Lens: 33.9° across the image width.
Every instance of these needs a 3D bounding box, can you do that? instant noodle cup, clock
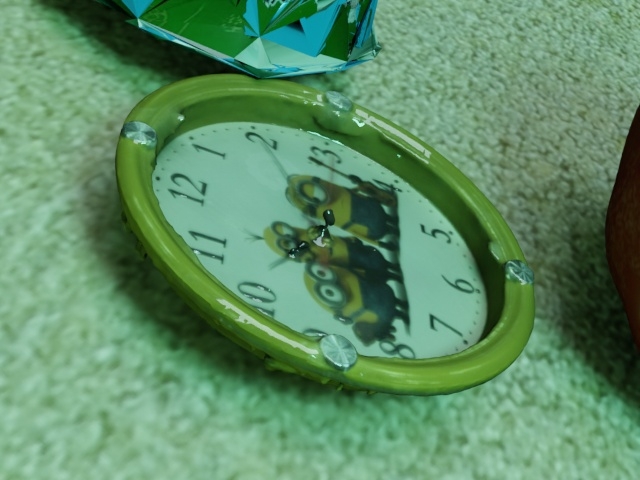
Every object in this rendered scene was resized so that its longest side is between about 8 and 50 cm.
[{"bbox_3d":[-0.044,-0.233,0.648,0.240,0.178,0.240,17,29,-9],"label":"instant noodle cup"},{"bbox_3d":[0.000,0.000,0.549,0.237,0.057,0.237,19,37,-15],"label":"clock"}]

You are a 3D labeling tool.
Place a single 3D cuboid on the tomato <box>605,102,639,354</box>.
[{"bbox_3d":[0.335,-0.014,0.592,0.325,0.290,0.293,27,40,6],"label":"tomato"}]
